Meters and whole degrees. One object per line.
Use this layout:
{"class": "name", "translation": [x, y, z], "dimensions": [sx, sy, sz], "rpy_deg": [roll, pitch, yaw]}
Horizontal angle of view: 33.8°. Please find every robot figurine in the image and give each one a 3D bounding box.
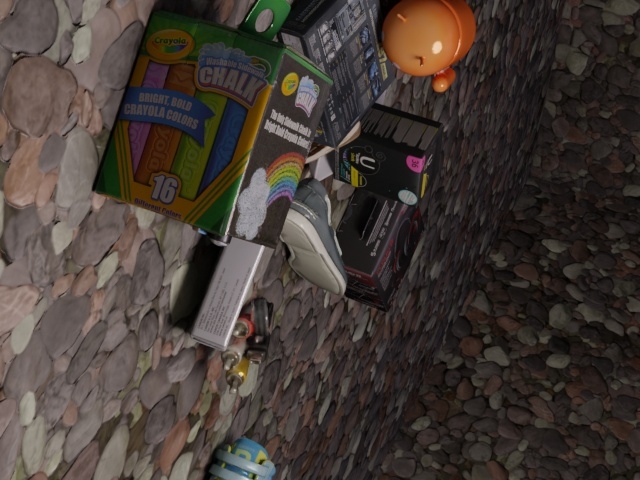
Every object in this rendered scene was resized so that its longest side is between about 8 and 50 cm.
{"class": "robot figurine", "translation": [0.170, -0.330, 1.662], "dimensions": [0.219, 0.128, 0.158], "rpy_deg": [-40, 149, -63]}

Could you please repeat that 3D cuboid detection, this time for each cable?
{"class": "cable", "translation": [-0.115, 0.133, 1.701], "dimensions": [0.287, 0.072, 0.139], "rpy_deg": [-91, -172, -75]}

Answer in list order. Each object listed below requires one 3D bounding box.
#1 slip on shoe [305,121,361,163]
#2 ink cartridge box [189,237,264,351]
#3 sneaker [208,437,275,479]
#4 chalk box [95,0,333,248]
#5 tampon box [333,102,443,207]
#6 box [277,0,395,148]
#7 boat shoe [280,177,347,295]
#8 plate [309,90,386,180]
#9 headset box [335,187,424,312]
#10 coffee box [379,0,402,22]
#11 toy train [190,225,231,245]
{"class": "slip on shoe", "translation": [0.006, -0.159, 1.719], "dimensions": [0.135, 0.051, 0.041], "rpy_deg": [-34, 148, -6]}
{"class": "ink cartridge box", "translation": [-0.125, 0.023, 1.595], "dimensions": [0.239, 0.060, 0.275], "rpy_deg": [170, -59, -81]}
{"class": "sneaker", "translation": [-0.172, 0.448, 1.796], "dimensions": [0.319, 0.127, 0.208], "rpy_deg": [-8, 118, -81]}
{"class": "chalk box", "translation": [-0.111, -0.158, 1.246], "dimensions": [0.180, 0.179, 0.289], "rpy_deg": [17, 91, -72]}
{"class": "tampon box", "translation": [0.115, -0.151, 1.808], "dimensions": [0.101, 0.161, 0.120], "rpy_deg": [-57, 158, -36]}
{"class": "box", "translation": [0.029, -0.287, 1.626], "dimensions": [0.183, 0.059, 0.233], "rpy_deg": [-51, 146, -26]}
{"class": "boat shoe", "translation": [0.000, 0.000, 1.849], "dimensions": [0.099, 0.116, 0.319], "rpy_deg": [-60, 155, -18]}
{"class": "plate", "translation": [0.054, -0.262, 1.847], "dimensions": [0.277, 0.045, 0.278], "rpy_deg": [-35, 141, -62]}
{"class": "headset box", "translation": [0.117, -0.001, 2.203], "dimensions": [0.218, 0.110, 0.293], "rpy_deg": [-65, 162, -15]}
{"class": "coffee box", "translation": [0.127, -0.452, 1.774], "dimensions": [0.246, 0.098, 0.141], "rpy_deg": [-35, 141, -62]}
{"class": "toy train", "translation": [-0.124, -0.087, 1.396], "dimensions": [0.080, 0.105, 0.184], "rpy_deg": [23, 86, -63]}
